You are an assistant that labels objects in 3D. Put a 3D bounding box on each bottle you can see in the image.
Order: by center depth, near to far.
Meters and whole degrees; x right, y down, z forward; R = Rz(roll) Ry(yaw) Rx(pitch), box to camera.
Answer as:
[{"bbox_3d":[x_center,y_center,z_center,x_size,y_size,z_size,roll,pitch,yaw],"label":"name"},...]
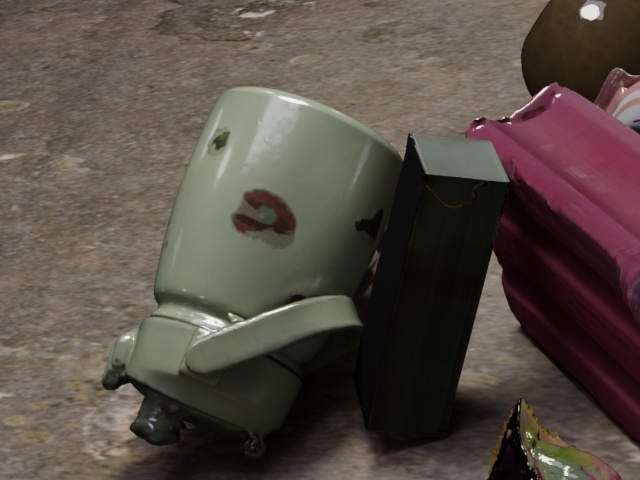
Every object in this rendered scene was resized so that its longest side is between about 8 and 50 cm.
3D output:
[{"bbox_3d":[-0.060,0.048,1.669,0.229,0.229,0.351,8,70,40],"label":"bottle"}]

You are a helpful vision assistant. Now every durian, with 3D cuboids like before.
[{"bbox_3d":[0.199,0.237,1.383,0.108,0.119,0.186,11,36,-22],"label":"durian"}]

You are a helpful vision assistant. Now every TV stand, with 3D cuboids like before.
[{"bbox_3d":[0.096,0.042,1.557,0.083,0.269,0.088,7,27,-10],"label":"TV stand"}]

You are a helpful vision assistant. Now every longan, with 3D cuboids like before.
[{"bbox_3d":[0.314,-0.209,1.946,0.189,0.189,0.189,-16,30,9],"label":"longan"}]

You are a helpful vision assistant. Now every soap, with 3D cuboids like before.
[{"bbox_3d":[0.269,0.035,1.506,0.128,0.233,0.359,-24,30,-10],"label":"soap"}]

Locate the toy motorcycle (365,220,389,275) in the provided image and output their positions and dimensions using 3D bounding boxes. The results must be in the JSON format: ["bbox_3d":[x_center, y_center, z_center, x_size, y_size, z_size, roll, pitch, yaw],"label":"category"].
[{"bbox_3d":[0.000,0.000,1.855,0.112,0.112,0.254,9,42,41],"label":"toy motorcycle"}]

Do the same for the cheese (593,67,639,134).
[{"bbox_3d":[0.362,-0.049,1.585,0.074,0.189,0.286,-29,67,-36],"label":"cheese"}]
